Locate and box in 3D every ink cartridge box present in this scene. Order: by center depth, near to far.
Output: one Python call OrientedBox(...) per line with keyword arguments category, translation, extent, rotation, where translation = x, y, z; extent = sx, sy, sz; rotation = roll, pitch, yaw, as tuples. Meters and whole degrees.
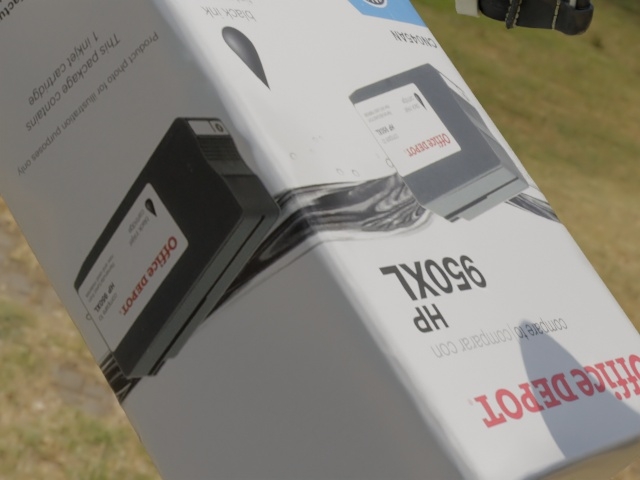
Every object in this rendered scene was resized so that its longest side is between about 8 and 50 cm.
OrientedBox(category="ink cartridge box", translation=(0.000, 0.000, 0.892), extent=(0.285, 0.166, 0.395), rotation=(-5, 58, -58))

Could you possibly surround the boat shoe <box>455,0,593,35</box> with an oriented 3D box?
OrientedBox(category="boat shoe", translation=(0.145, -0.209, 0.847), extent=(0.079, 0.233, 0.084), rotation=(15, -26, 19))
